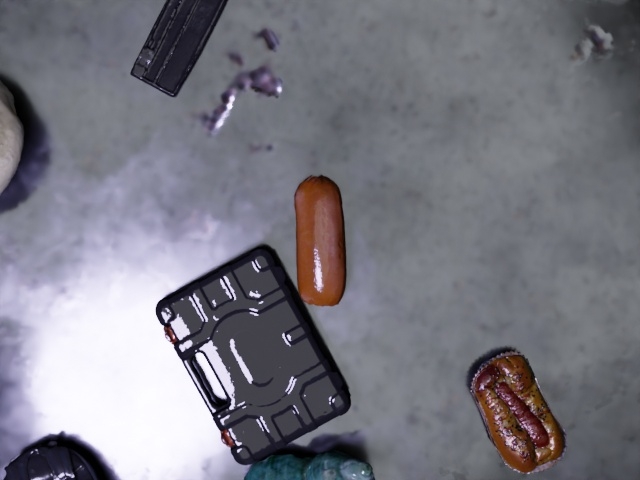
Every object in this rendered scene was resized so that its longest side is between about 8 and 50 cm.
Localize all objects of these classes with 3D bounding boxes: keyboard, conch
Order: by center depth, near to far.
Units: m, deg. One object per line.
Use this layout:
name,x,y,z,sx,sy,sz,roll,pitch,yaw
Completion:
conch,-0.002,0.390,1.884,0.202,0.134,0.196,-43,103,5
keyboard,-0.195,-0.342,1.903,0.087,0.017,0.251,27,92,-1

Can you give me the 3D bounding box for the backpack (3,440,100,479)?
backpack,-0.390,0.431,1.881,0.206,0.133,0.258,-18,73,-17

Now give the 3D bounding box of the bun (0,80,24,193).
bun,-0.547,-0.138,1.844,0.259,0.160,0.259,-2,81,10

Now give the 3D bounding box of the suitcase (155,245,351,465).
suitcase,-0.101,0.174,1.908,0.206,0.066,0.286,-29,93,0

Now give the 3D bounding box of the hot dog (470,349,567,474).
hot dog,0.300,0.264,1.923,0.108,0.059,0.191,-27,91,-3

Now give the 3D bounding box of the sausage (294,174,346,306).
sausage,0.000,0.000,1.896,0.076,0.076,0.198,-2,92,0
